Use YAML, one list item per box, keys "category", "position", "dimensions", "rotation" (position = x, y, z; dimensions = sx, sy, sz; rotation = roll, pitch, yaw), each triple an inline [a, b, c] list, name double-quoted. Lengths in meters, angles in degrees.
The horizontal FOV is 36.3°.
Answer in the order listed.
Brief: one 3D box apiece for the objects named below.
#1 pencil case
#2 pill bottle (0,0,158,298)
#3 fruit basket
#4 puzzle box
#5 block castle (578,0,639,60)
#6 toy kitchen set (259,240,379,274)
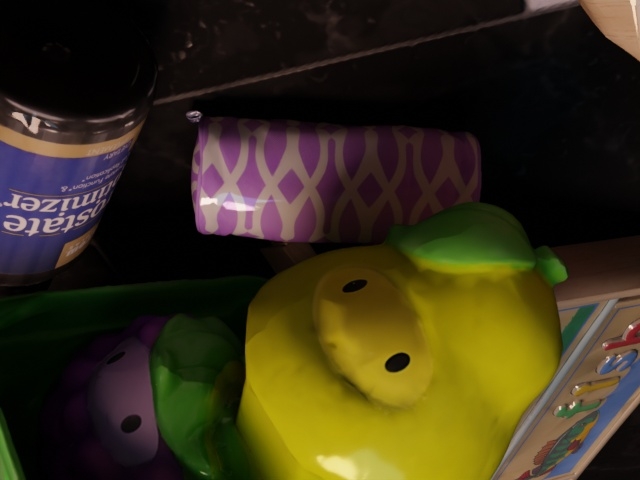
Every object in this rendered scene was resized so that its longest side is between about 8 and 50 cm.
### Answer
- category: "pencil case"
  position: [0.009, -0.039, 0.673]
  dimensions: [0.206, 0.086, 0.088]
  rotation: [4, 174, -3]
- category: "pill bottle"
  position: [-0.192, -0.048, 0.623]
  dimensions: [0.122, 0.123, 0.219]
  rotation: [15, 138, -19]
- category: "fruit basket"
  position: [-0.026, 0.136, 0.578]
  dimensions: [0.283, 0.392, 0.392]
  rotation: [-5, 147, -35]
- category: "puzzle box"
  position: [0.155, 0.155, 0.843]
  dimensions: [0.272, 0.052, 0.409]
  rotation: [-7, 140, -24]
- category: "block castle"
  position: [0.345, -0.163, 0.441]
  dimensions: [0.453, 0.213, 0.303]
  rotation: [-28, 122, 20]
- category: "toy kitchen set"
  position: [0.000, 0.000, 0.766]
  dimensions: [0.083, 0.075, 0.068]
  rotation: [55, 162, -10]
